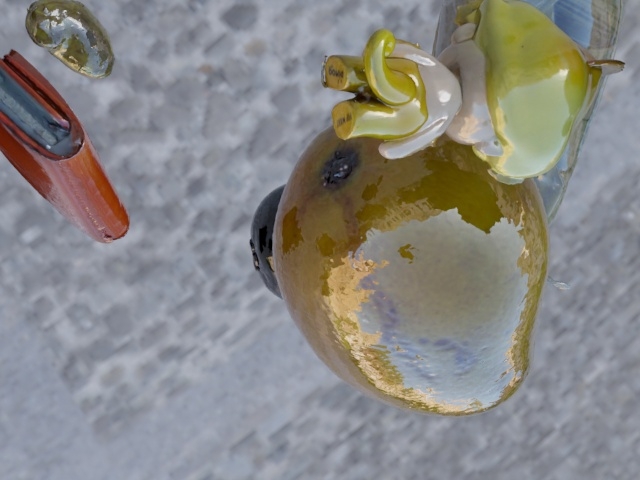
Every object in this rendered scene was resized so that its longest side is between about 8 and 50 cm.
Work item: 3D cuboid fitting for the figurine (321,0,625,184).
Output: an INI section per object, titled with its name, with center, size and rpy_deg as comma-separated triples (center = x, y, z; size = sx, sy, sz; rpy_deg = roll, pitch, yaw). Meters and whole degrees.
[figurine]
center = 0.120, -0.118, 1.169
size = 0.246, 0.156, 0.131
rpy_deg = -10, 176, -32

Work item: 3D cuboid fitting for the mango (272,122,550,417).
[mango]
center = 0.094, 0.034, 1.452
size = 0.263, 0.221, 0.378
rpy_deg = -9, 135, 14

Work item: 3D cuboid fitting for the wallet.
[wallet]
center = -0.204, -0.076, 1.082
size = 0.045, 0.142, 0.204
rpy_deg = -46, 168, -10

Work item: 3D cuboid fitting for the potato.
[potato]
center = -0.190, -0.159, 1.171
size = 0.046, 0.045, 0.092
rpy_deg = -44, 137, 11

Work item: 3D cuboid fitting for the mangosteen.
[mangosteen]
center = 0.000, 0.000, 1.617
size = 0.151, 0.137, 0.137
rpy_deg = -8, 142, -4

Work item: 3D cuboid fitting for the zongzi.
[zongzi]
center = 0.192, -0.147, 1.735
size = 0.467, 0.218, 0.500
rpy_deg = -17, 122, -69
